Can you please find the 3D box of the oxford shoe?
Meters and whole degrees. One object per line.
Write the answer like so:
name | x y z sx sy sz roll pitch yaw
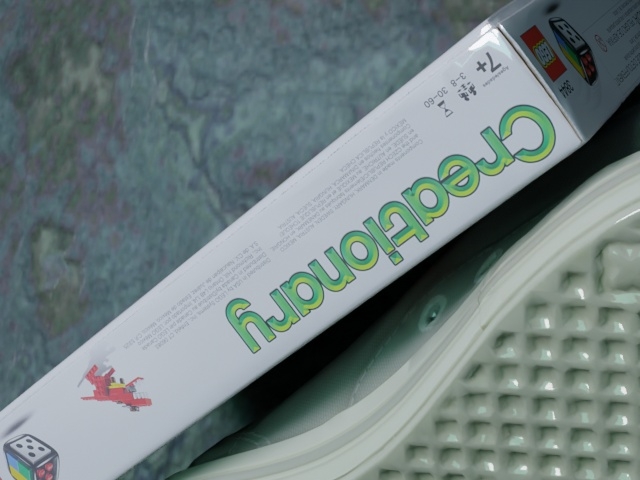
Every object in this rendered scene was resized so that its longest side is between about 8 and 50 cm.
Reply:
oxford shoe | 0.045 0.101 0.600 0.169 0.130 0.449 41 123 -7

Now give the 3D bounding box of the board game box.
board game box | 0.000 0.000 0.609 0.305 0.193 0.053 -38 91 31
